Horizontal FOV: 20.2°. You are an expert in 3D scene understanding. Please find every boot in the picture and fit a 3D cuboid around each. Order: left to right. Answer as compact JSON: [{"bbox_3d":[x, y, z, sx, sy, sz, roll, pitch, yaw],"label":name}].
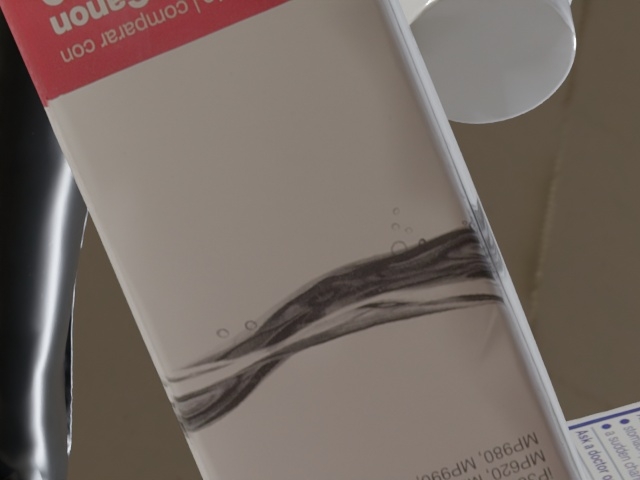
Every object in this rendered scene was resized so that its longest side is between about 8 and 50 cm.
[{"bbox_3d":[-0.151,0.030,0.853,0.146,0.367,0.445,10,-83,-20],"label":"boot"}]

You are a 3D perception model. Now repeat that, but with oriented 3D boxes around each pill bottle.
[{"bbox_3d":[0.112,-0.233,1.410,0.160,0.160,0.283,19,-139,-22],"label":"pill bottle"}]

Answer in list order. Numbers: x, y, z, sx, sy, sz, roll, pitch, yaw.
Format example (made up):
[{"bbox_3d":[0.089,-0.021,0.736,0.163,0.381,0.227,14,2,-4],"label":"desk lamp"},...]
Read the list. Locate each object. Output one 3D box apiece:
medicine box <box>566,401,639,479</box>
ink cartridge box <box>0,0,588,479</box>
[{"bbox_3d":[0.123,0.197,0.666,0.289,0.149,0.263,-14,-151,-4],"label":"medicine box"},{"bbox_3d":[0.000,0.000,0.497,0.158,0.092,0.218,-72,-42,-83],"label":"ink cartridge box"}]
